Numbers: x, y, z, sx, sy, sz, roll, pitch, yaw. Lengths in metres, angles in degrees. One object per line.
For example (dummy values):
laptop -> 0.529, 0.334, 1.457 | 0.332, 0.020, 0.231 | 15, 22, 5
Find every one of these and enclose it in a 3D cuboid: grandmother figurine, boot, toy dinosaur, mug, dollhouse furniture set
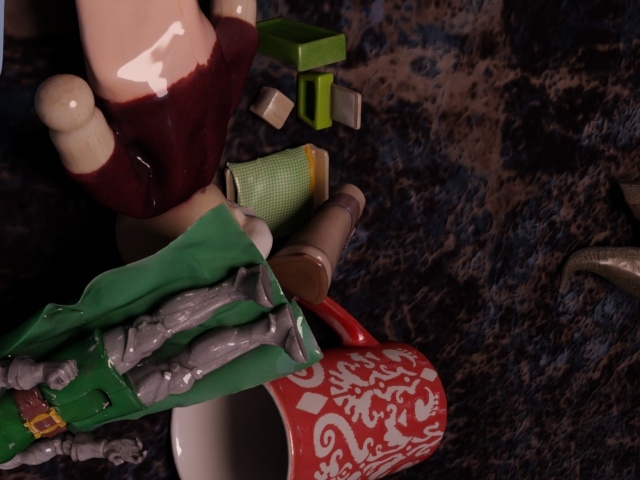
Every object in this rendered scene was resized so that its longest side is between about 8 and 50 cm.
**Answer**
grandmother figurine -> -0.090, -0.098, 0.697 | 0.208, 0.104, 0.342 | -41, 136, -42
boot -> 0.000, 0.000, 0.804 | 0.042, 0.118, 0.087 | 38, 65, -4
toy dinosaur -> 0.342, -0.008, 1.140 | 0.313, 0.121, 0.160 | -36, 117, -32
mug -> 0.003, 0.106, 0.875 | 0.169, 0.113, 0.150 | -5, 114, -46
dollhouse furniture set -> -0.014, -0.059, 0.813 | 0.076, 0.058, 0.151 | -19, 121, -37

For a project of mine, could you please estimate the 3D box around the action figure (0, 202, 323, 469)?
action figure -> -0.126, 0.078, 0.708 | 0.232, 0.063, 0.137 | -24, 129, 8

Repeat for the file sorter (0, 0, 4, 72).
file sorter -> -0.229, -0.119, 0.544 | 0.170, 0.104, 0.118 | -11, 116, -40
